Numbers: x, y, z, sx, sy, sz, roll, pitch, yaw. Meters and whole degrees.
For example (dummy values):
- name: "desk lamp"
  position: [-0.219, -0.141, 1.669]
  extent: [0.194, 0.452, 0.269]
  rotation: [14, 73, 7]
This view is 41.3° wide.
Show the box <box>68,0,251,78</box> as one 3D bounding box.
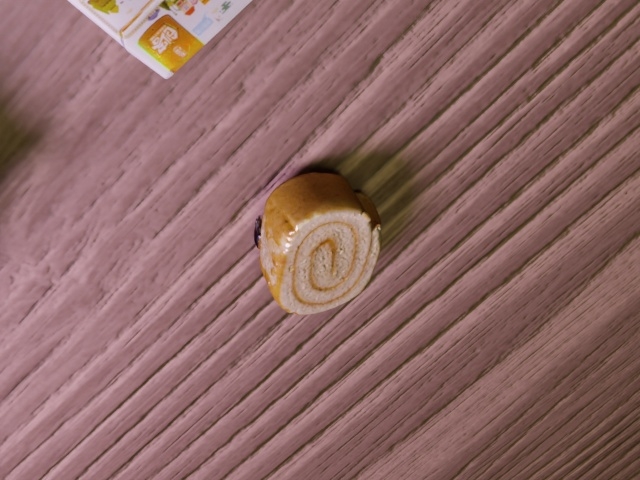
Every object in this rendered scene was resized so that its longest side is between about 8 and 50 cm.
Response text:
- name: "box"
  position: [-0.144, -0.217, 0.583]
  extent: [0.122, 0.032, 0.220]
  rotation: [-40, 135, 13]

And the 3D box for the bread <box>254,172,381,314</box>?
- name: "bread"
  position: [0.000, 0.000, 0.830]
  extent: [0.122, 0.073, 0.149]
  rotation: [-11, 136, -23]
